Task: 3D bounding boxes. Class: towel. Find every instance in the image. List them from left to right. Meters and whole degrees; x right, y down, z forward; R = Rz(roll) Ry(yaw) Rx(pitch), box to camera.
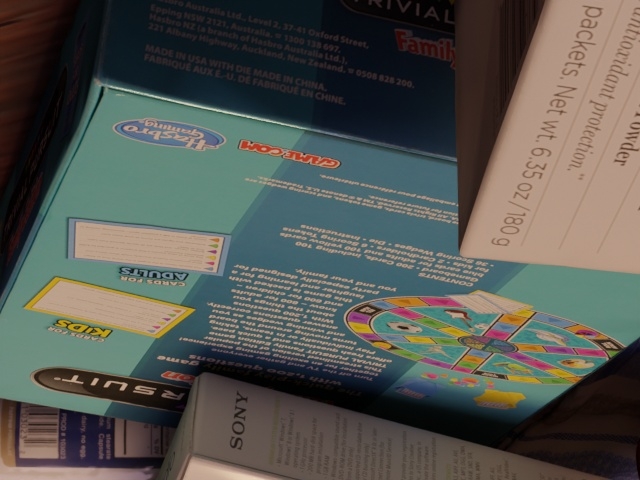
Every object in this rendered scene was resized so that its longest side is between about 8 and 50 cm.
[{"bbox_3d":[0.194,0.120,1.064,0.209,0.034,0.285,10,147,-14],"label":"towel"}]

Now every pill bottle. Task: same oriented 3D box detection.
[{"bbox_3d":[-0.084,0.102,0.996,0.169,0.094,0.094,0,148,4],"label":"pill bottle"}]

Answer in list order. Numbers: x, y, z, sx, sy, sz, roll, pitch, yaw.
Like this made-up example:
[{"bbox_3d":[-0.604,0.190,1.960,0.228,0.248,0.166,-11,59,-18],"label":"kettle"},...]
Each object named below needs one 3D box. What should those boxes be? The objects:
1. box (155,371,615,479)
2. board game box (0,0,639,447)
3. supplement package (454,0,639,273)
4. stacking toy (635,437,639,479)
[{"bbox_3d":[0.060,0.194,0.925,0.322,0.058,0.232,16,131,-9],"label":"box"},{"bbox_3d":[0.000,0.000,0.804,0.254,0.079,0.336,12,155,-14],"label":"board game box"},{"bbox_3d":[0.200,-0.096,0.591,0.293,0.175,0.177,5,146,-5],"label":"supplement package"},{"bbox_3d":[0.221,0.215,1.060,0.279,0.130,0.309,26,140,-32],"label":"stacking toy"}]
